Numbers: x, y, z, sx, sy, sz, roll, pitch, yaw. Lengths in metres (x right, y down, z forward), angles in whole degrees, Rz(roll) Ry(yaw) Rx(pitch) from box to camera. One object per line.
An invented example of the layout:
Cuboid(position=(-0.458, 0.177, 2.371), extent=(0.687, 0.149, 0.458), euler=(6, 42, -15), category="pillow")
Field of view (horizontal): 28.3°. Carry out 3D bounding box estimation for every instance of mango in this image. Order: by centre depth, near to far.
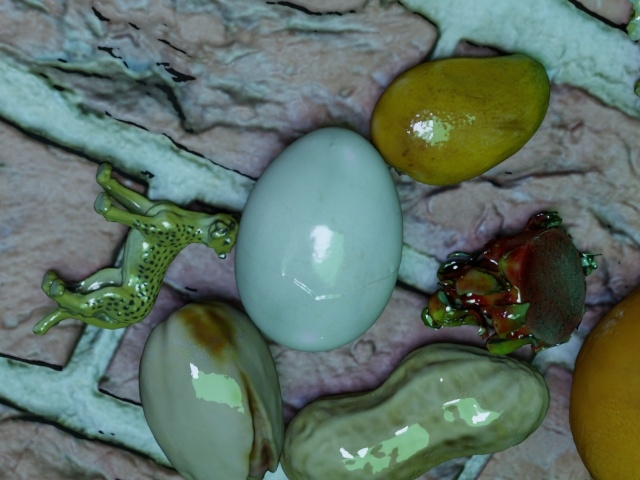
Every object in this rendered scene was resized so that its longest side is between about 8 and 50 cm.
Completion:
Cuboid(position=(0.126, -0.109, 1.152), extent=(0.165, 0.089, 0.115), euler=(-5, 103, -9), category="mango")

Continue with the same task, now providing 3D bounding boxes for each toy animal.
Cuboid(position=(-0.172, 0.029, 1.176), extent=(0.136, 0.073, 0.181), euler=(24, 104, -24), category="toy animal")

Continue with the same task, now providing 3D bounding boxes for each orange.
Cuboid(position=(0.368, 0.158, 1.212), extent=(0.261, 0.261, 0.261), euler=(-3, 112, -7), category="orange")

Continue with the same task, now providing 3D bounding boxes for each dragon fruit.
Cuboid(position=(0.181, 0.040, 1.211), extent=(0.175, 0.142, 0.138), euler=(-5, 73, 14), category="dragon fruit")

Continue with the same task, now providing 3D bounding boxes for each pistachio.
Cuboid(position=(-0.099, 0.151, 1.196), extent=(0.144, 0.144, 0.215), euler=(-18, 119, 0), category="pistachio")

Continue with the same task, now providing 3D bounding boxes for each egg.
Cuboid(position=(0.000, 0.000, 1.141), extent=(0.151, 0.151, 0.209), euler=(7, 111, -10), category="egg")

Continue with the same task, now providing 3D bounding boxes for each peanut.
Cuboid(position=(0.089, 0.174, 1.247), extent=(0.274, 0.111, 0.125), euler=(-20, 109, 1), category="peanut")

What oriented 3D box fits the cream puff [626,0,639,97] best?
Cuboid(position=(0.366, -0.189, 1.104), extent=(0.194, 0.195, 0.221), euler=(-23, 116, 2), category="cream puff")
